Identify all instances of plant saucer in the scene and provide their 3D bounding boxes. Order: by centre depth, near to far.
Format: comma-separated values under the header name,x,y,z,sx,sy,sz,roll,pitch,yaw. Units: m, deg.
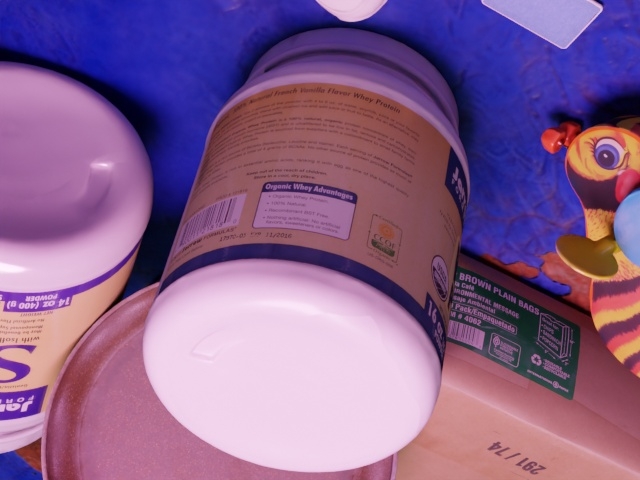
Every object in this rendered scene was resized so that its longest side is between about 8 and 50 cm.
name,x,y,z,sx,sy,sz,roll,pitch,yaw
plant saucer,-0.088,0.183,1.269,0.311,0.310,0.050,18,171,-5

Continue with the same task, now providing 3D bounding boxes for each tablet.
name,x,y,z,sx,sy,sz,roll,pitch,yaw
tablet,0.176,-0.188,1.140,0.083,0.006,0.054,27,137,-14

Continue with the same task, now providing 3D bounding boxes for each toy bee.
name,x,y,z,sx,sy,sz,roll,pitch,yaw
toy bee,0.264,-0.039,1.194,0.162,0.298,0.195,17,-176,37

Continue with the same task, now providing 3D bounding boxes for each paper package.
name,x,y,z,sx,sy,sz,roll,pitch,yaw
paper package,0.162,0.195,1.443,0.325,0.168,0.309,26,135,-13

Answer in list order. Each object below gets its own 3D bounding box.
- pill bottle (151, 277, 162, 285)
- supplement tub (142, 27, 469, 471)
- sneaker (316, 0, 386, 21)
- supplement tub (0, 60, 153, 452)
name,x,y,z,sx,sy,sz,roll,pitch,yaw
pill bottle,-0.132,0.170,1.413,0.153,0.264,0.153,7,138,7
supplement tub,0.000,0.000,1.156,0.228,0.316,0.228,7,138,7
sneaker,-0.031,-0.269,0.989,0.114,0.152,0.305,15,140,34
supplement tub,-0.298,0.027,1.319,0.241,0.241,0.331,18,138,-6
